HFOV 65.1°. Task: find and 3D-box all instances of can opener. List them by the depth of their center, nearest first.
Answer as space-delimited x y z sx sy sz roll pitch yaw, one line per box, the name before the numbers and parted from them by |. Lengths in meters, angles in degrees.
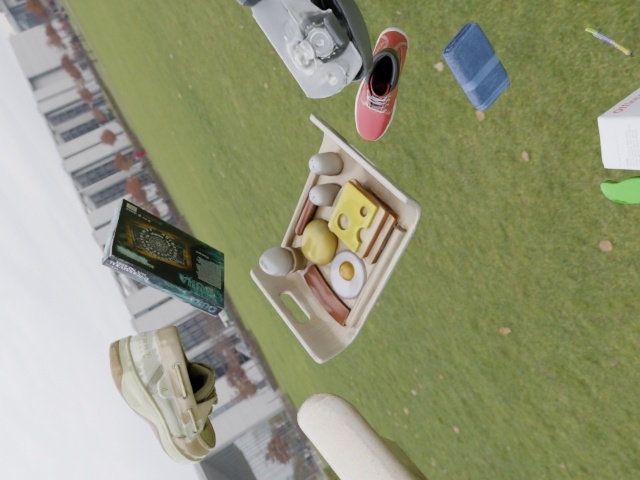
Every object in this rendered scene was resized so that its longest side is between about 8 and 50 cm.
can opener | -0.048 -0.270 0.482 0.076 0.095 0.283 -23 109 42

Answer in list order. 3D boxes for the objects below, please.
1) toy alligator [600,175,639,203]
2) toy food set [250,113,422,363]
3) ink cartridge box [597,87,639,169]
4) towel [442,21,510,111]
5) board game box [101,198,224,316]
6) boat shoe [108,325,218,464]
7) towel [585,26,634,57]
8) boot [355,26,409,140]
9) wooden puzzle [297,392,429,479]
toy alligator | 0.282 -0.021 0.315 0.190 0.056 0.051 29 123 37
toy food set | 0.000 0.000 0.748 0.219 0.093 0.306 47 128 34
ink cartridge box | 0.775 -0.238 1.017 0.306 0.226 0.131 21 138 56
towel | 0.223 -0.247 0.721 0.119 0.067 0.029 41 -178 -36
board game box | -0.225 0.027 0.748 0.186 0.026 0.126 33 -152 -32
boat shoe | -0.193 0.227 0.718 0.302 0.098 0.109 78 167 -44
towel | 0.475 -0.324 0.820 0.083 0.060 0.009 43 125 19
boot | 0.112 -0.284 1.015 0.176 0.089 0.244 -71 -5 -47
wooden puzzle | 0.117 0.282 0.369 0.322 0.080 0.347 44 171 32
